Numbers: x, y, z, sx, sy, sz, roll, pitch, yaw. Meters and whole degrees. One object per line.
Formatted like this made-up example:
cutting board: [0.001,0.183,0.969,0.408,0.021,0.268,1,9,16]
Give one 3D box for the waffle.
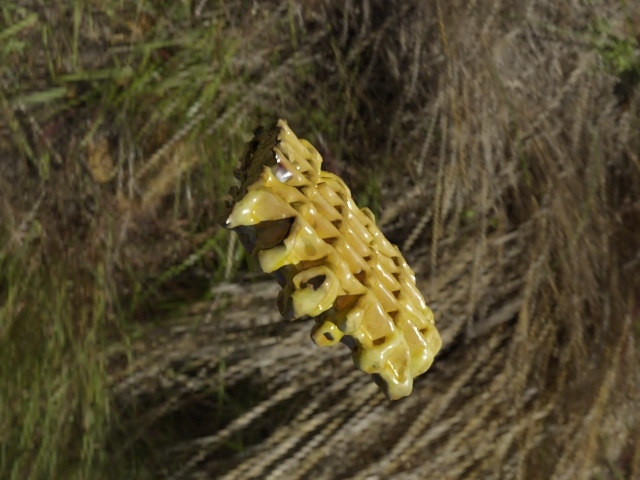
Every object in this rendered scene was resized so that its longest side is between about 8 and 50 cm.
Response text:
waffle: [0.001,-0.001,1.111,0.065,0.309,0.283,-42,147,14]
